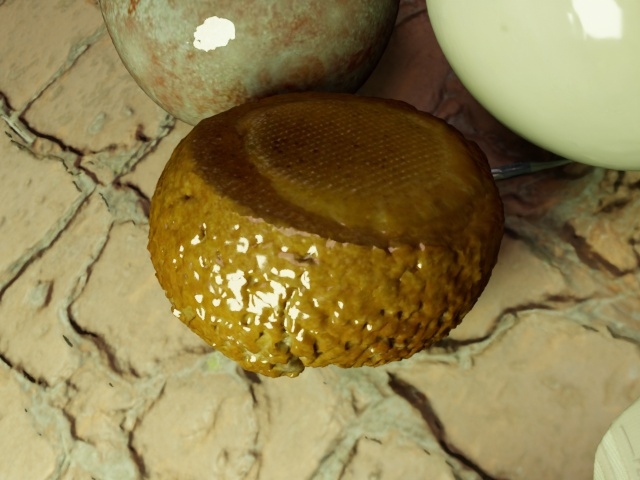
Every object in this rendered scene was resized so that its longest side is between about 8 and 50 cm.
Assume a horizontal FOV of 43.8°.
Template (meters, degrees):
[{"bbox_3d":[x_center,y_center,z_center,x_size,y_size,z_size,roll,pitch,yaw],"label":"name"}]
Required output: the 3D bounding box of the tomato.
[{"bbox_3d":[-0.073,-0.263,0.837,0.317,0.282,0.316,-6,50,7],"label":"tomato"}]

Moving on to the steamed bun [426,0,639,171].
[{"bbox_3d":[0.256,-0.214,0.657,0.334,0.334,0.374,-42,20,-6],"label":"steamed bun"}]

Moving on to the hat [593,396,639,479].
[{"bbox_3d":[0.313,0.196,0.541,0.219,0.164,0.226,-29,78,1],"label":"hat"}]

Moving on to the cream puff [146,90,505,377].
[{"bbox_3d":[0.000,0.000,0.703,0.303,0.212,0.303,6,39,-5],"label":"cream puff"}]

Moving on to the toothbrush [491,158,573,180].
[{"bbox_3d":[0.187,-0.072,0.801,0.220,0.016,0.019,-13,57,13],"label":"toothbrush"}]
